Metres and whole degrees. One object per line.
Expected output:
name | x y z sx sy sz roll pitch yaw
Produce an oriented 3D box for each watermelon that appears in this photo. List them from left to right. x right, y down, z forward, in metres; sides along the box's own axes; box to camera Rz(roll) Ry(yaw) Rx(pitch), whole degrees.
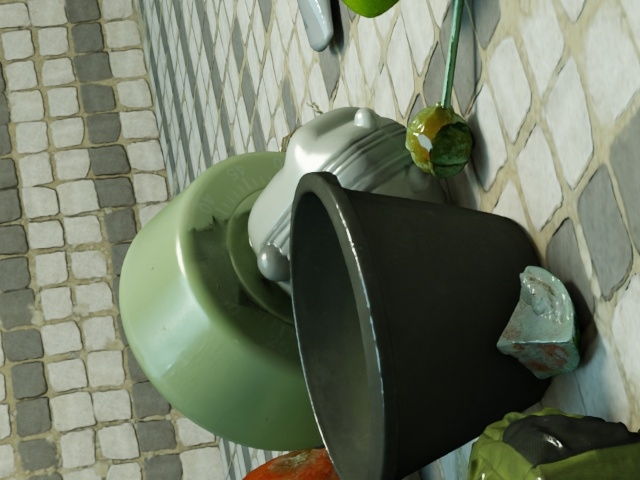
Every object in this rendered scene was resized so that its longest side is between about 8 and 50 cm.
watermelon | 0.152 0.060 1.084 0.085 0.061 0.085 164 90 -76

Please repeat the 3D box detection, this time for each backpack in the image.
backpack | 0.166 0.203 0.955 0.253 0.140 0.207 -152 54 -83

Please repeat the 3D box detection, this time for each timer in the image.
timer | 0.000 0.000 1.392 0.315 0.290 0.291 -51 44 46

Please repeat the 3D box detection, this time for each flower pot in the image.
flower pot | 0.081 0.067 1.188 0.269 0.166 0.269 171 90 -75

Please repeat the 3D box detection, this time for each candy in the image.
candy | 0.107 -0.148 1.225 0.061 0.061 0.202 -121 35 -62

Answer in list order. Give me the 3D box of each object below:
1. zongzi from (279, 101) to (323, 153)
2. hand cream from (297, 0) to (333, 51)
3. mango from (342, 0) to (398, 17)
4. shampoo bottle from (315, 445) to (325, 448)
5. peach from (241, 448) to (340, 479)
zongzi | -0.050 -0.037 1.710 0.084 0.184 0.187 33 138 26
hand cream | -0.019 -0.337 1.675 0.079 0.048 0.255 -179 78 -83
mango | 0.044 -0.315 1.138 0.343 0.156 0.192 88 174 -47
shampoo bottle | -0.007 0.156 1.664 0.098 0.071 0.309 42 -176 2
peach | 0.003 0.322 1.600 0.232 0.232 0.257 -115 34 -54
